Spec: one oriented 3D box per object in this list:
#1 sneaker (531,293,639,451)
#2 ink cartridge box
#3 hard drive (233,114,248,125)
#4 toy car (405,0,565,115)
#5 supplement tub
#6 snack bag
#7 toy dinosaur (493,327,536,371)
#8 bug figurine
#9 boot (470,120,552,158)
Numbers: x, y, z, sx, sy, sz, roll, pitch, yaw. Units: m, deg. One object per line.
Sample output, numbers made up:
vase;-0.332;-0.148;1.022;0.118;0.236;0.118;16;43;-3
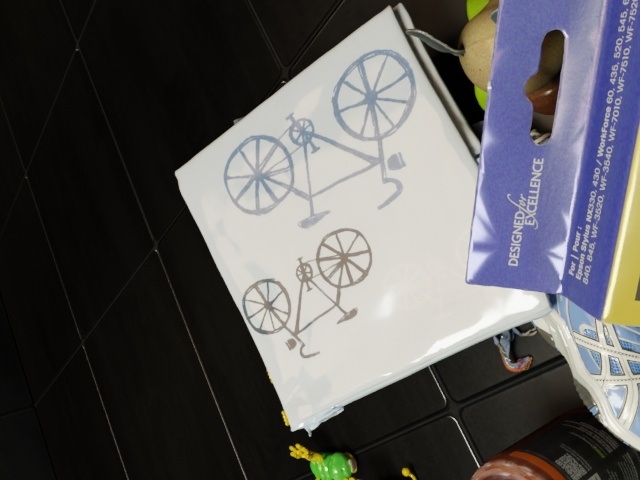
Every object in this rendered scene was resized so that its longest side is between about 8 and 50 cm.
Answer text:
sneaker;0.262;0.096;0.563;0.211;0.080;0.081;55;136;24
ink cartridge box;0.266;-0.089;0.407;0.307;0.072;0.303;4;106;5
hard drive;0.011;-0.044;0.761;0.054;0.172;0.254;101;150;-80
toy car;0.163;-0.179;0.537;0.155;0.188;0.149;-2;96;48
supplement tub;0.200;0.225;0.568;0.106;0.198;0.106;12;106;47
snack bag;0.028;-0.013;0.664;0.323;0.037;0.342;-32;77;24
toy dinosaur;0.197;0.094;0.682;0.090;0.047;0.082;-121;24;-71
bug figurine;0.028;0.249;0.859;0.216;0.072;0.279;-19;88;54
boot;0.190;-0.085;0.614;0.190;0.069;0.086;-21;86;49
